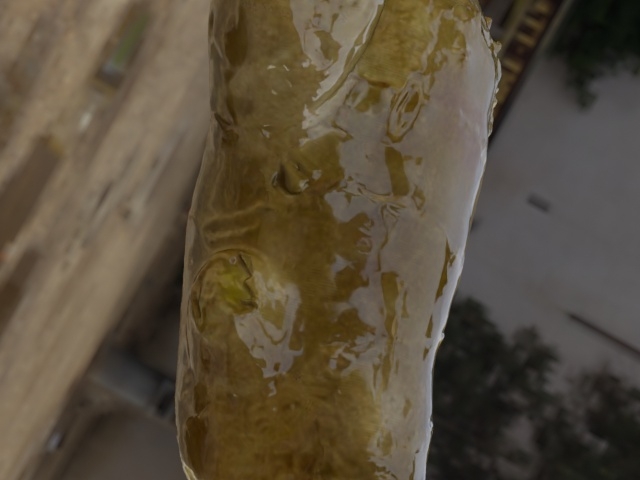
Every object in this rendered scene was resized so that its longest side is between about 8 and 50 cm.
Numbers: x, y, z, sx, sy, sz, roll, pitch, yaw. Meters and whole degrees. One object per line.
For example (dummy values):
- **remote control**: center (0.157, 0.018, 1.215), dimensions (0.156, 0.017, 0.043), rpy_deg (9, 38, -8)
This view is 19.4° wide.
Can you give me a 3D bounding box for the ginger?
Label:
- **ginger**: center (0.005, -0.008, 0.513), dimensions (0.115, 0.081, 0.205), rpy_deg (-62, 157, -81)
